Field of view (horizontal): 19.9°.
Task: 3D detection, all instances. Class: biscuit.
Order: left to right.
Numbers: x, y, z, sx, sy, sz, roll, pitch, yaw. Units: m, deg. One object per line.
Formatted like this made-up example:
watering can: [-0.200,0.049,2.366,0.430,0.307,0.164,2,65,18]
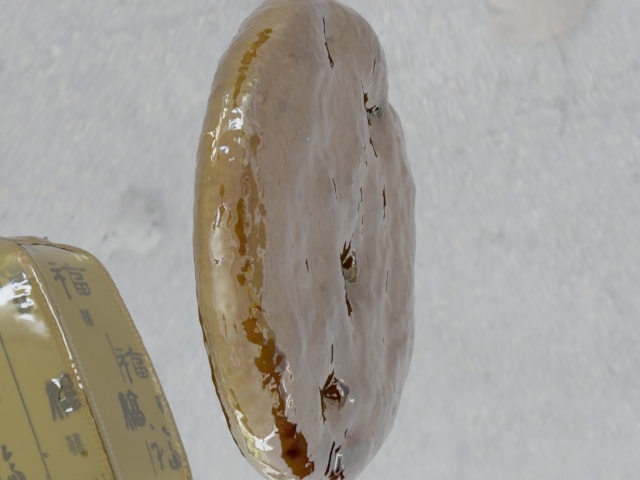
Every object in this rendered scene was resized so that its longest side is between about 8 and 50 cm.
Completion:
biscuit: [0.000,0.000,0.741,0.036,0.212,0.212,-2,111,19]

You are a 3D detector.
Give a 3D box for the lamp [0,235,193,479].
lamp: [-0.157,0.099,0.936,0.161,0.161,0.185,-31,71,11]
